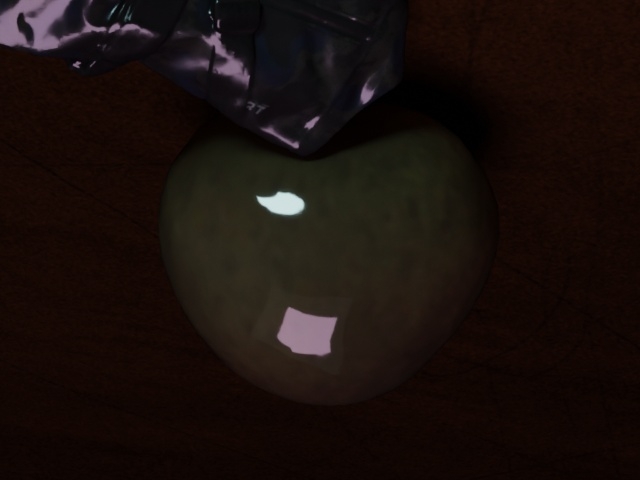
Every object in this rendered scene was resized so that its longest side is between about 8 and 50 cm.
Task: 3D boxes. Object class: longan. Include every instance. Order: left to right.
[{"bbox_3d":[0.000,0.000,1.378,0.246,0.246,0.215,21,167,-21],"label":"longan"}]

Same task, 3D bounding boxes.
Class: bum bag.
[{"bbox_3d":[-0.085,-0.152,1.241,0.310,0.074,0.137,20,107,-17],"label":"bum bag"}]
